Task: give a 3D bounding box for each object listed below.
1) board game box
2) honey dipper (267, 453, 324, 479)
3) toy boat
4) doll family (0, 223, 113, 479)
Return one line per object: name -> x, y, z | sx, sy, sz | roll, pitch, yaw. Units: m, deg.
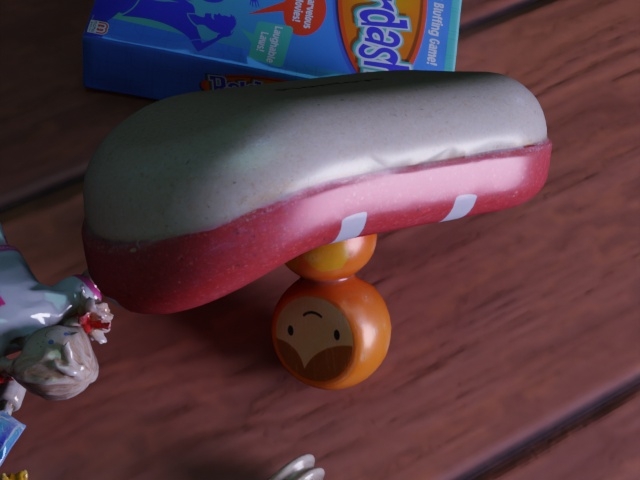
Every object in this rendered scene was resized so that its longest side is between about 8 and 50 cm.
board game box -> -0.021, -0.144, 0.764 | 0.210, 0.047, 0.160 | 10, 54, -3
honey dipper -> 0.032, 0.166, 0.568 | 0.030, 0.030, 0.161 | -30, 66, -26
toy boat -> 0.000, 0.000, 0.618 | 0.231, 0.151, 0.151 | -11, 13, -31
doll family -> -0.207, 0.088, 0.552 | 0.163, 0.118, 0.263 | 40, 41, 25
